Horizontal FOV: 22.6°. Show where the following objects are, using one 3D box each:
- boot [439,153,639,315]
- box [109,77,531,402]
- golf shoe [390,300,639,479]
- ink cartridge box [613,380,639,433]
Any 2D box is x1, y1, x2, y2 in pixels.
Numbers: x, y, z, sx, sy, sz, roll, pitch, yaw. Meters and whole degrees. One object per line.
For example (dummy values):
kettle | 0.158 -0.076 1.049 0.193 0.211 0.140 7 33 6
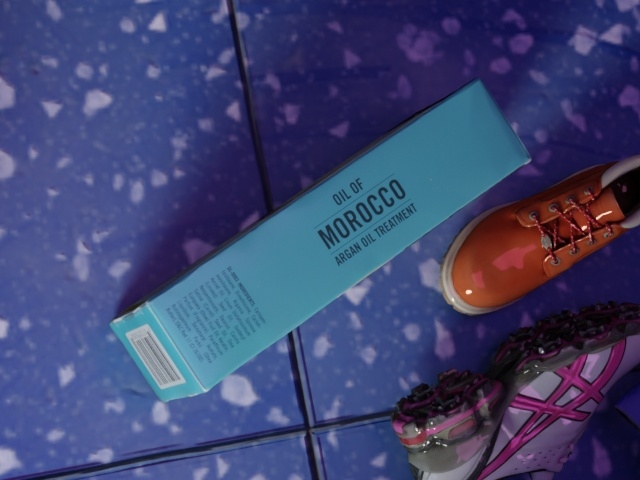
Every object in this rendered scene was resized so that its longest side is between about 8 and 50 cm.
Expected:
boot | 0.146 -0.008 0.993 0.158 0.084 0.059 -32 93 -20
box | 0.000 0.000 0.932 0.244 0.100 0.060 -35 94 -21
golf shoe | 0.134 0.101 0.983 0.186 0.067 0.086 -27 106 -15
ink cartridge box | 0.348 0.226 0.982 0.270 0.151 0.395 -38 95 -22
